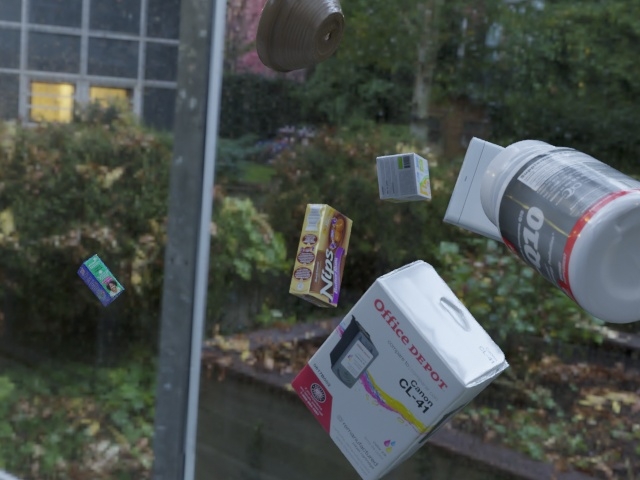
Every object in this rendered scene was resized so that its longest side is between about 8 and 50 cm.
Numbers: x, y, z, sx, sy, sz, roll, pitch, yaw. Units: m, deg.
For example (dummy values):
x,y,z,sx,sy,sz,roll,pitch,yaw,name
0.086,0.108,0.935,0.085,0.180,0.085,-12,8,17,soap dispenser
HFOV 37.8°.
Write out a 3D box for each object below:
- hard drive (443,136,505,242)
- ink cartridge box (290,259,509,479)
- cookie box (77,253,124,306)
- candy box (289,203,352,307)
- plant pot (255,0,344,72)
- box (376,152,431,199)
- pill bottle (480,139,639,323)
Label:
x,y,z,sx,sy,sz,roll,pitch,yaw,name
0.522,-0.099,2.409,0.352,0.233,0.047,20,-11,1,hard drive
0.119,0.216,1.520,0.131,0.306,0.226,-20,64,-45,ink cartridge box
-0.519,0.095,2.205,0.040,0.107,0.092,-40,3,-28,cookie box
0.002,0.031,1.876,0.053,0.187,0.109,1,-18,33,candy box
-0.024,-0.462,2.027,0.109,0.237,0.237,32,18,23,plant pot
0.226,-0.164,2.505,0.103,0.114,0.203,-6,-2,16,box
0.322,-0.025,1.183,0.161,0.161,0.283,2,20,-18,pill bottle
